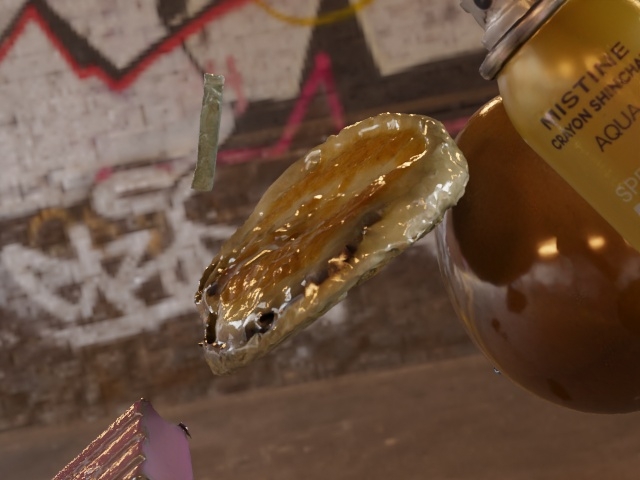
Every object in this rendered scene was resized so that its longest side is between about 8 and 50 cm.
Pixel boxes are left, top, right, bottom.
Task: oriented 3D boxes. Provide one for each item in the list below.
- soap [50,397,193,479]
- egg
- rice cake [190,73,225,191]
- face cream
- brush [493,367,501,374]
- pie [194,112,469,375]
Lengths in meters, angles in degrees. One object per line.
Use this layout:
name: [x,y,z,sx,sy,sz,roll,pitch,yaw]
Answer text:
soap: [-0.200,0.244,1.240,0.203,0.065,0.122,-42,25,14]
egg: [0.259,0.004,1.435,0.282,0.351,0.282,-18,-25,-8]
rice cake: [-0.113,-0.108,1.447,0.022,0.121,0.021,7,15,-2]
face cream: [0.215,-0.031,0.813,0.105,0.349,0.105,-44,-4,-4]
brush: [0.241,0.084,1.740,0.014,0.164,0.051,18,2,-20]
pie: [-0.001,0.000,1.344,0.339,0.077,0.339,-40,16,14]
